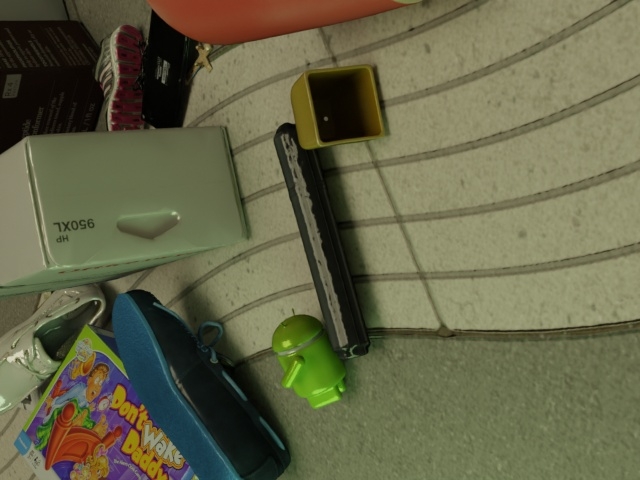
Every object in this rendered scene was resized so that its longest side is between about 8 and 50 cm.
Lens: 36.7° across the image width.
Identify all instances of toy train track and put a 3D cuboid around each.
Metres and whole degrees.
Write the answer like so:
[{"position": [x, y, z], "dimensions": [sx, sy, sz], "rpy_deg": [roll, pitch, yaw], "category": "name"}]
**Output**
[{"position": [-0.168, -0.236, 1.295], "dimensions": [0.083, 0.014, 0.048], "rpy_deg": [-44, 64, 47], "category": "toy train track"}]

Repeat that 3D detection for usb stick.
[{"position": [0.000, 0.000, 1.106], "dimensions": [0.077, 0.045, 0.277], "rpy_deg": [137, 118, -77], "category": "usb stick"}]

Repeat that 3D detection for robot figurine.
[{"position": [-0.014, 0.137, 1.134], "dimensions": [0.067, 0.101, 0.115], "rpy_deg": [-23, 100, 21], "category": "robot figurine"}]

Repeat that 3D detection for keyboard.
[{"position": [-0.213, -0.243, 1.340], "dimensions": [0.100, 0.038, 0.192], "rpy_deg": [35, 130, 25], "category": "keyboard"}]

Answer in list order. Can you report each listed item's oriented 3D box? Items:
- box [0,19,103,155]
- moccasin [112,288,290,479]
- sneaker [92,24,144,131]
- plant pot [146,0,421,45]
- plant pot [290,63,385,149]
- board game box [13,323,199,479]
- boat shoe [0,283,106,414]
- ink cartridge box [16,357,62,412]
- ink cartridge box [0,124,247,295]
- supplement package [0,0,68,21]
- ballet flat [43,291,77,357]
[{"position": [-0.526, -0.217, 1.444], "dimensions": [0.143, 0.382, 0.191], "rpy_deg": [53, 134, 29], "category": "box"}, {"position": [-0.168, 0.205, 1.317], "dimensions": [0.342, 0.117, 0.137], "rpy_deg": [54, 139, 23], "category": "moccasin"}, {"position": [-0.297, -0.228, 1.418], "dimensions": [0.075, 0.063, 0.170], "rpy_deg": [7, 99, 50], "category": "sneaker"}, {"position": [-0.013, -0.320, 0.910], "dimensions": [0.243, 0.275, 0.274], "rpy_deg": [9, 105, 38], "category": "plant pot"}, {"position": [0.010, -0.139, 1.051], "dimensions": [0.083, 0.082, 0.081], "rpy_deg": [-13, 88, 66], "category": "plant pot"}, {"position": [-0.304, 0.314, 1.456], "dimensions": [0.347, 0.078, 0.233], "rpy_deg": [35, 95, 41], "category": "board game box"}, {"position": [-0.454, 0.178, 1.559], "dimensions": [0.277, 0.098, 0.096], "rpy_deg": [-51, 30, -6], "category": "boat shoe"}, {"position": [-0.469, 0.256, 1.698], "dimensions": [0.151, 0.109, 0.063], "rpy_deg": [1, 101, 51], "category": "ink cartridge box"}, {"position": [-0.331, -0.028, 1.325], "dimensions": [0.395, 0.286, 0.166], "rpy_deg": [-15, 86, 51], "category": "ink cartridge box"}, {"position": [-0.581, -0.380, 1.621], "dimensions": [0.263, 0.199, 0.198], "rpy_deg": [-28, 76, 50], "category": "supplement package"}, {"position": [-0.456, 0.124, 1.699], "dimensions": [0.052, 0.057, 0.168], "rpy_deg": [-18, 84, 41], "category": "ballet flat"}]
